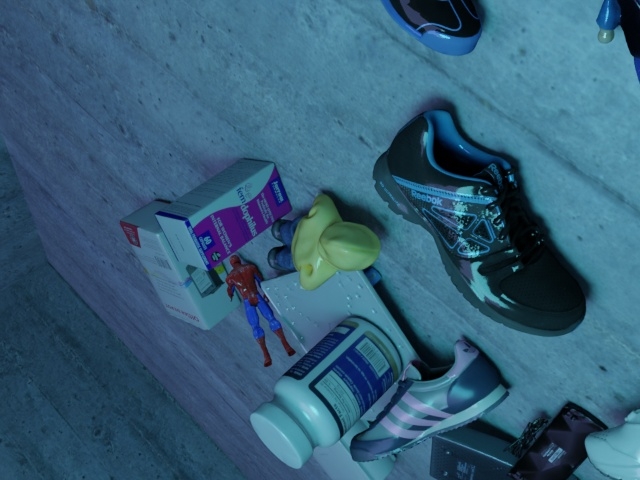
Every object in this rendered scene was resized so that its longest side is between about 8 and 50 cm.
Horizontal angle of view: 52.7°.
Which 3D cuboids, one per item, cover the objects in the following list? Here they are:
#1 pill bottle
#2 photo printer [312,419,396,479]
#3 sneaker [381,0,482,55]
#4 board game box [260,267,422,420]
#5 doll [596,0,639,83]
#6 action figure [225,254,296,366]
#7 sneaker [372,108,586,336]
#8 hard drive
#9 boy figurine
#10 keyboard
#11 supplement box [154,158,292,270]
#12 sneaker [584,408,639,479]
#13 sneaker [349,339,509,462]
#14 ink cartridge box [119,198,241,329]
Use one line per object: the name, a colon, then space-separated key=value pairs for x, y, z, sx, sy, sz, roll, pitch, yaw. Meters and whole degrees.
pill bottle: x=0.011 y=0.273 z=1.168 sx=0.153 sy=0.265 sz=0.153 roll=35 pitch=146 yaw=28
photo printer: x=0.020 y=0.469 z=1.626 sx=0.307 sy=0.107 sz=0.256 roll=52 pitch=150 yaw=-1
sneaker: x=0.100 y=-0.308 z=0.703 sx=0.232 sy=0.081 sz=0.090 roll=50 pitch=157 yaw=6
board game box: x=0.075 y=0.211 z=1.329 sx=0.389 sy=0.050 sz=0.390 roll=56 pitch=150 yaw=-8
doll: x=0.312 y=-0.192 z=0.572 sx=0.129 sy=0.046 sz=0.188 roll=-14 pitch=109 yaw=47
action figure: x=-0.152 y=0.165 z=1.527 sx=0.139 sy=0.092 sz=0.280 roll=94 pitch=151 yaw=-66
sneaker: x=0.211 y=-0.019 z=0.822 sx=0.341 sy=0.125 sz=0.139 roll=44 pitch=145 yaw=9
hard drive: x=0.326 y=0.424 z=1.165 sx=0.255 sy=0.054 sz=0.171 roll=18 pitch=138 yaw=24
boy figurine: x=0.000 y=0.000 z=1.125 sx=0.285 sy=0.092 sz=0.177 roll=-4 pitch=77 yaw=61
keyboard: x=0.369 y=0.326 z=1.034 sx=0.100 sy=0.038 sz=0.192 roll=35 pitch=123 yaw=16
supplement box: x=-0.180 y=-0.055 z=1.224 sx=0.114 sy=0.220 sz=0.111 roll=12 pitch=132 yaw=47
sneaker: x=0.448 y=0.219 z=0.785 sx=0.297 sy=0.111 sz=0.129 roll=-37 pitch=68 yaw=50
sneaker: x=0.164 y=0.282 z=1.138 sx=0.319 sy=0.112 sz=0.131 roll=-33 pitch=83 yaw=24
ink cartridge box: x=-0.369 y=0.060 z=1.698 sx=0.226 sy=0.131 sz=0.306 roll=14 pitch=134 yaw=47
